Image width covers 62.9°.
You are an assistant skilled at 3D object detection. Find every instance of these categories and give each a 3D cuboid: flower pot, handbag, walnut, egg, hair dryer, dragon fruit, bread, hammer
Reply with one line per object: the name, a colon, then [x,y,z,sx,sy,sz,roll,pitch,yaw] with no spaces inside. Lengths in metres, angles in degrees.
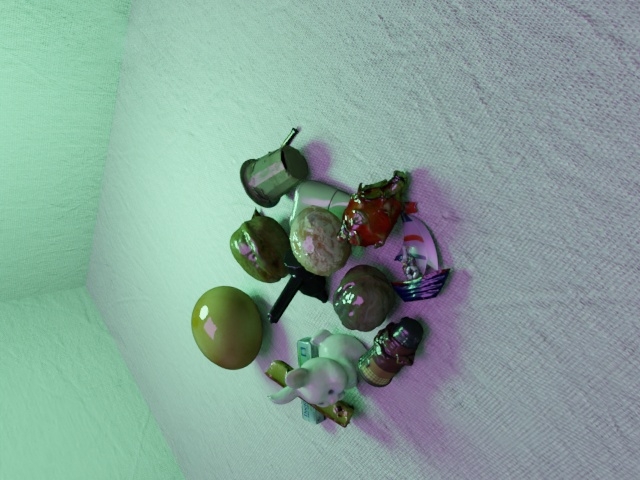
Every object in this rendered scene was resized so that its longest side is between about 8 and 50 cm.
flower pot: [-0.170,-0.258,1.986,0.202,0.212,0.212,-29,77,39]
handbag: [0.041,-0.079,1.894,0.315,0.109,0.241,26,118,27]
walnut: [-0.227,0.039,2.083,0.283,0.227,0.283,56,175,7]
walnut: [0.144,0.192,1.730,0.224,0.224,0.224,12,107,46]
egg: [0.000,0.000,1.765,0.203,0.203,0.245,-28,85,47]
hair dryer: [-0.090,0.203,1.899,0.116,0.302,0.244,11,142,34]
egg: [-0.406,0.382,2.287,0.301,0.301,0.374,-13,90,48]
dragon fruit: [0.163,-0.101,1.646,0.198,0.200,0.269,42,125,29]
bread: [-0.034,0.573,1.972,0.361,0.138,0.077,29,83,17]
hammer: [-0.145,-0.368,2.058,0.201,0.021,0.078,-43,67,44]

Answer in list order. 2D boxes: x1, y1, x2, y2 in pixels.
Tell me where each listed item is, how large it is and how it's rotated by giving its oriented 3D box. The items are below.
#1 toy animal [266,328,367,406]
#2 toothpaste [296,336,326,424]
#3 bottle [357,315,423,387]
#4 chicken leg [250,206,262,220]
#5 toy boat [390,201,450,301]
toy animal: [-0.005,0.460,1.835,0.241,0.367,0.196,42,130,19]
toothpaste: [-0.035,0.560,2.095,0.081,0.067,0.336,3,101,46]
bottle: [0.235,0.363,1.706,0.156,0.143,0.271,53,130,26]
chicken leg: [-0.278,-0.020,2.246,0.105,0.063,0.234,29,116,35]
toy boat: [0.315,0.046,1.627,0.219,0.072,0.318,16,100,47]
